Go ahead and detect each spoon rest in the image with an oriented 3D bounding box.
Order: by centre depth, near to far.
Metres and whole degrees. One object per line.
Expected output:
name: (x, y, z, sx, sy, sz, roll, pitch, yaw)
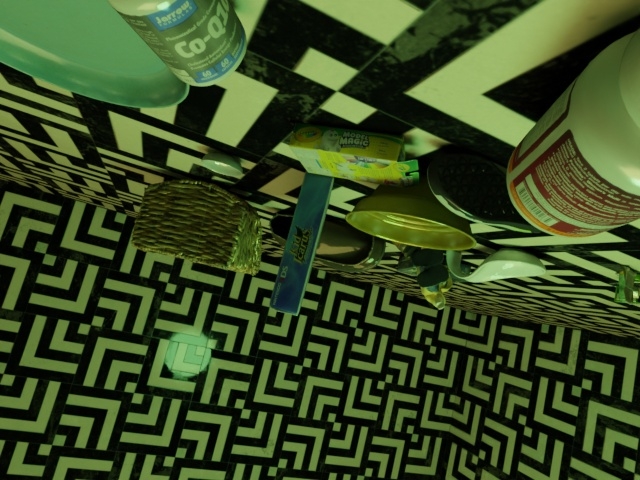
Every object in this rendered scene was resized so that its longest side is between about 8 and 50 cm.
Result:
spoon rest: (0.432, 0.067, 1.078, 0.137, 0.084, 0.276, 18, 172, -25)

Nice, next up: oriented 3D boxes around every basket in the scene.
basket: (-0.313, -0.041, 1.164, 0.299, 0.213, 0.223, 11, 174, 13)

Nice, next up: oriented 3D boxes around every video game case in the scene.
video game case: (-0.039, 0.017, 0.894, 0.061, 0.269, 0.244, 15, 171, 1)

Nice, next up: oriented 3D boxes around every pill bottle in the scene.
pill bottle: (0.236, -0.079, 0.323, 0.121, 0.121, 0.221, 13, 172, 8)
pill bottle: (-0.116, -0.189, 0.327, 0.078, 0.078, 0.137, 12, 172, 14)

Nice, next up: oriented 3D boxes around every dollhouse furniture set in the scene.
dollhouse furniture set: (0.680, 0.107, 0.958, 0.152, 0.076, 0.059, 20, 169, -37)

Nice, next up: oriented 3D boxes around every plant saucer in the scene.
plant saucer: (-0.289, -0.234, 0.437, 0.318, 0.043, 0.317, 15, 171, 2)

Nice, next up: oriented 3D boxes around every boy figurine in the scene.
boy figurine: (0.318, 0.107, 1.187, 0.092, 0.177, 0.285, -17, 160, 16)

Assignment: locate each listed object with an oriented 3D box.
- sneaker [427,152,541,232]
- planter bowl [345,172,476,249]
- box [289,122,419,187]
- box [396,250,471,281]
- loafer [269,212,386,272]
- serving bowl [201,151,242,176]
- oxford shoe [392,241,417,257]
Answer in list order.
sneaker: (0.233, -0.054, 0.614, 0.235, 0.084, 0.097, 18, 172, -24)
planter bowl: (0.157, -0.055, 0.711, 0.217, 0.090, 0.217, 15, 171, 2)
box: (0.055, -0.121, 0.615, 0.179, 0.043, 0.105, 14, 172, 17)
box: (0.372, 0.094, 1.431, 0.183, 0.059, 0.232, 14, 172, -1)
loafer: (0.000, 0.000, 1.174, 0.366, 0.133, 0.130, 9, 170, 32)
serving bowl: (-0.193, -0.155, 0.843, 0.083, 0.027, 0.083, 13, 172, 2)
oxford shoe: (0.215, -0.008, 1.072, 0.076, 0.076, 0.212, 43, -175, 20)
